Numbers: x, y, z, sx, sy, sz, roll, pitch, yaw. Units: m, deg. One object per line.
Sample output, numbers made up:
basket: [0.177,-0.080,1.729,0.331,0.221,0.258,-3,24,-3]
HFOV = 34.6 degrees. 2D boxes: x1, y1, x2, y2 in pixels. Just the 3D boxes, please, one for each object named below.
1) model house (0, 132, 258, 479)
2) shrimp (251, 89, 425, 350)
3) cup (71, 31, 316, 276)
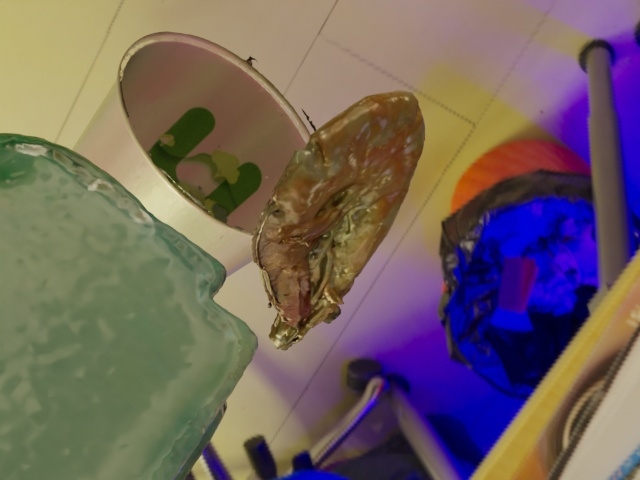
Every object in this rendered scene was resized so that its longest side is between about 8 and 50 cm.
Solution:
model house: [-0.206,0.128,0.613,0.230,0.280,0.248,36,132,-1]
shrimp: [-0.001,-0.001,0.823,0.062,0.154,0.294,44,139,27]
cup: [-0.168,-0.040,1.082,0.253,0.253,0.274,42,124,-11]
